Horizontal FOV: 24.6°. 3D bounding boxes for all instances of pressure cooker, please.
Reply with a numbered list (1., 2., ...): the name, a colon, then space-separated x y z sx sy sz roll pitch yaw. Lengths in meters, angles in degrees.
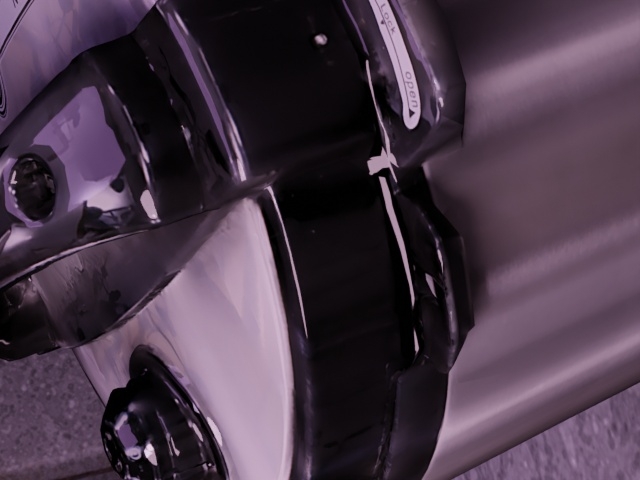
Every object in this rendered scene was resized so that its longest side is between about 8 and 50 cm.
1. pressure cooker: 0.011 -0.057 0.716 0.375 0.420 0.370 43 146 41
